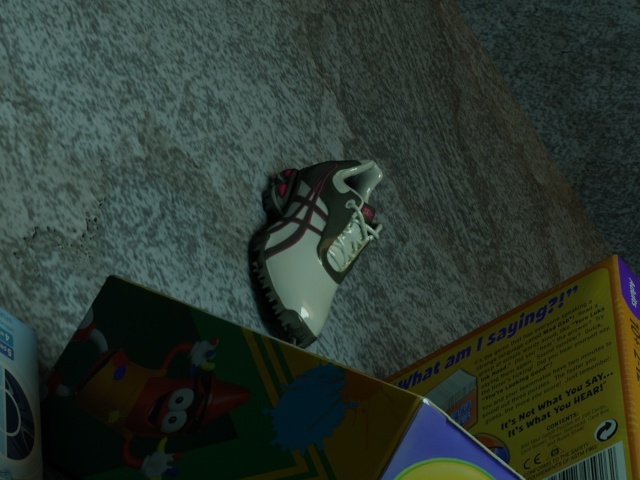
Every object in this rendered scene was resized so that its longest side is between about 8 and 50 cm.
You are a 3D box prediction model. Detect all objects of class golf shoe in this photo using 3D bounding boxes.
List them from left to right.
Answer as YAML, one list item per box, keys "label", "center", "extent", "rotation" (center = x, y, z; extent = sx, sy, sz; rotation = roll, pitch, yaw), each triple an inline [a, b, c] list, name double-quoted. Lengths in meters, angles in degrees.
- label: "golf shoe"
  center: [0.000, 0.000, 2.012]
  extent: [0.105, 0.120, 0.273]
  rotation: [56, 24, -33]

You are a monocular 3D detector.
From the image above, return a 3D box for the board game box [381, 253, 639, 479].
- label: "board game box"
  center: [0.266, 0.311, 1.939]
  extent: [0.356, 0.357, 0.356]
  rotation: [46, 28, -27]

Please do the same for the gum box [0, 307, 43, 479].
- label: "gum box"
  center: [-0.259, 0.116, 1.324]
  extent: [0.157, 0.041, 0.184]
  rotation: [44, 30, -49]

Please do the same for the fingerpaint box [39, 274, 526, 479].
- label: "fingerpaint box"
  center: [0.043, 0.236, 1.424]
  extent: [0.445, 0.371, 0.163]
  rotation: [40, 75, -39]
